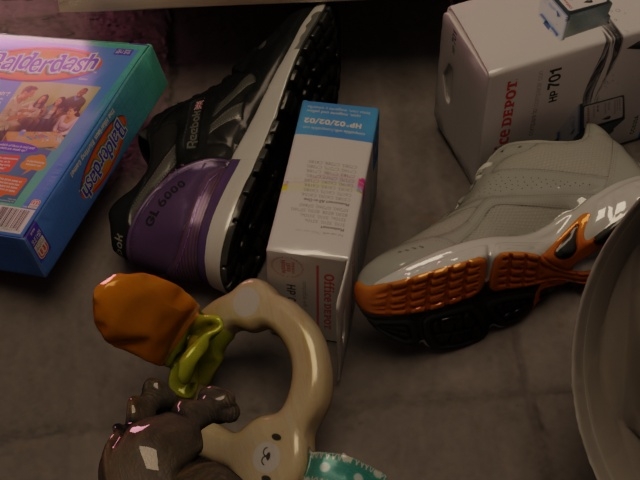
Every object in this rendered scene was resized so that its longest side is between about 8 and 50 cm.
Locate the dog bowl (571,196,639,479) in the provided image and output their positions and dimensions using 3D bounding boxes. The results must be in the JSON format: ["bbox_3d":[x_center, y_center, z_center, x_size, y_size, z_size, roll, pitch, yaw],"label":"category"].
[{"bbox_3d":[0.336,0.078,0.977,0.348,0.349,0.102,21,18,16],"label":"dog bowl"}]

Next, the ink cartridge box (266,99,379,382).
[{"bbox_3d":[0.000,0.000,1.162,0.061,0.104,0.181,7,53,6],"label":"ink cartridge box"}]

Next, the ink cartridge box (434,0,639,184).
[{"bbox_3d":[0.194,-0.135,1.243,0.190,0.140,0.082,-18,56,-13],"label":"ink cartridge box"}]

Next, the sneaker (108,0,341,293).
[{"bbox_3d":[-0.075,-0.094,1.241,0.124,0.107,0.283,13,53,17],"label":"sneaker"}]

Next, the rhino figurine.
[{"bbox_3d":[-0.047,0.196,0.996,0.243,0.073,0.106,50,34,-3],"label":"rhino figurine"}]

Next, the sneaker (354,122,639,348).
[{"bbox_3d":[0.131,-0.010,1.181,0.262,0.099,0.121,-17,52,-22],"label":"sneaker"}]

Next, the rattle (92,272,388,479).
[{"bbox_3d":[-0.049,0.111,1.049,0.130,0.143,0.200,-26,62,2],"label":"rattle"}]

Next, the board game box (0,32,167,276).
[{"bbox_3d":[-0.235,-0.072,1.233,0.160,0.047,0.210,8,52,26],"label":"board game box"}]

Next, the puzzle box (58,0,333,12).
[{"bbox_3d":[-0.009,-0.275,1.352,0.408,0.052,0.272,-2,31,-1],"label":"puzzle box"}]
